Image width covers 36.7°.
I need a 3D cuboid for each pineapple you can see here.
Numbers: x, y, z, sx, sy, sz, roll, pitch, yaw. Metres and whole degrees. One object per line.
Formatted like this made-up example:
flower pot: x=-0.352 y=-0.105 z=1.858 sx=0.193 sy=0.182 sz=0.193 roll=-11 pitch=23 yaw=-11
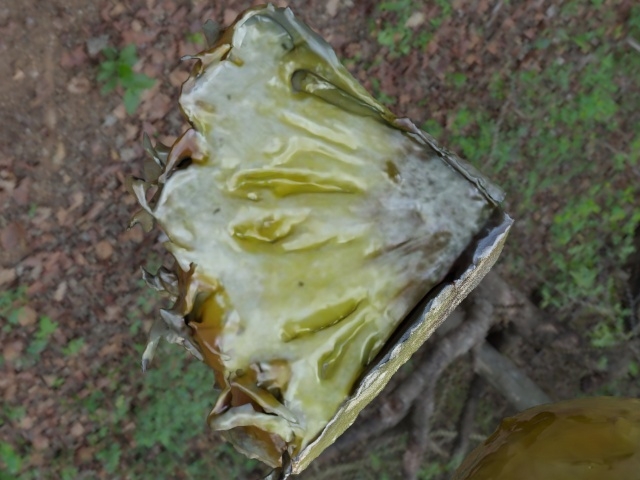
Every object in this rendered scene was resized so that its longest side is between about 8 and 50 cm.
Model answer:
pineapple: x=0.000 y=0.000 z=0.487 sx=0.186 sy=0.236 sz=0.114 roll=-8 pitch=166 yaw=-3

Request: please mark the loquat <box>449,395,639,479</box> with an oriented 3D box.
loquat: x=0.129 y=0.150 z=0.386 sx=0.149 sy=0.204 sz=0.172 roll=95 pitch=3 yaw=-48
